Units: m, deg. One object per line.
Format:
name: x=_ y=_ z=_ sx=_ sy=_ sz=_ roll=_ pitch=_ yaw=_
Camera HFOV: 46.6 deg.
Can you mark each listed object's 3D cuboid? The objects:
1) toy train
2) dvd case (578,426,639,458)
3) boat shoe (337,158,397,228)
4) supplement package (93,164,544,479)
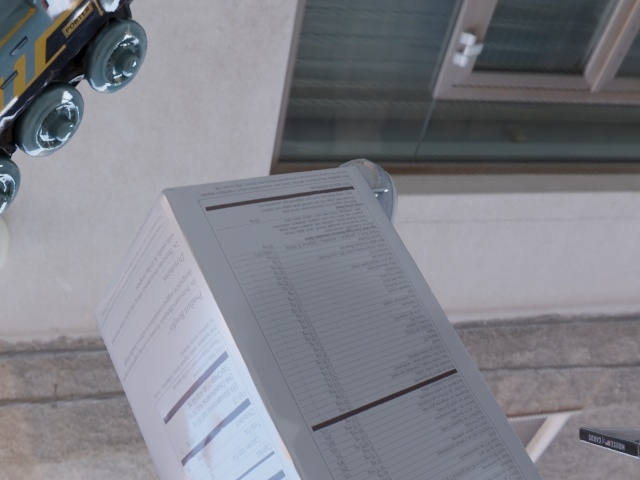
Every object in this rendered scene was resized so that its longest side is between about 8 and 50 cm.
toy train: x=-0.286 y=-0.153 z=0.640 sx=0.142 sy=0.190 sz=0.334 roll=36 pitch=-103 yaw=13
dvd case: x=0.593 y=0.340 z=1.261 sx=0.239 sy=0.179 sz=0.029 roll=3 pitch=-97 yaw=-10
boat shoe: x=-0.003 y=0.000 z=0.882 sx=0.118 sy=0.103 sz=0.320 roll=13 pitch=-131 yaw=31
supplement package: x=-0.004 y=0.099 z=0.405 sx=0.139 sy=0.134 sz=0.244 roll=-11 pitch=-116 yaw=-39
